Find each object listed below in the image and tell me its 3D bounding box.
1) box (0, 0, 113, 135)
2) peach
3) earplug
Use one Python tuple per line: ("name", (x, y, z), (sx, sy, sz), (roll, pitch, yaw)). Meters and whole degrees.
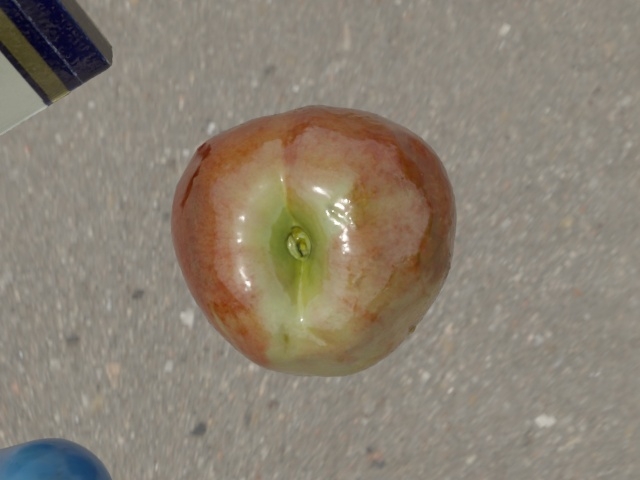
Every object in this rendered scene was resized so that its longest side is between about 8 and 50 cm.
("box", (-0.349, -0.171, 1.527), (0.259, 0.168, 0.071), (-31, 44, 5))
("peach", (0.000, 0.000, 1.310), (0.232, 0.257, 0.232), (1, 94, 10))
("earplug", (-0.260, 0.230, 1.314), (0.132, 0.273, 0.132), (13, 67, -32))
